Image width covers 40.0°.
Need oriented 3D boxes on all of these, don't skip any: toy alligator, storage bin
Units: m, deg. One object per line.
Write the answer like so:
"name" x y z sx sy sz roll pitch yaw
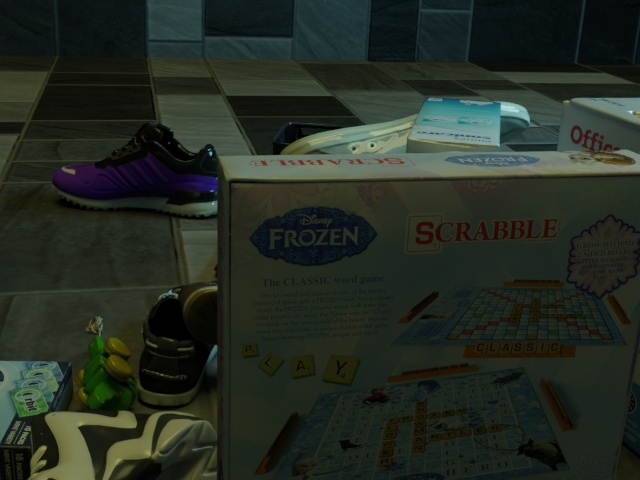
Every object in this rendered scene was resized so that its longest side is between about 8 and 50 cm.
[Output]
"toy alligator" -0.216 0.133 0.907 0.051 0.056 0.190 41 5 -23
"storage bin" -0.022 -0.166 1.691 0.122 0.084 0.180 5 19 6

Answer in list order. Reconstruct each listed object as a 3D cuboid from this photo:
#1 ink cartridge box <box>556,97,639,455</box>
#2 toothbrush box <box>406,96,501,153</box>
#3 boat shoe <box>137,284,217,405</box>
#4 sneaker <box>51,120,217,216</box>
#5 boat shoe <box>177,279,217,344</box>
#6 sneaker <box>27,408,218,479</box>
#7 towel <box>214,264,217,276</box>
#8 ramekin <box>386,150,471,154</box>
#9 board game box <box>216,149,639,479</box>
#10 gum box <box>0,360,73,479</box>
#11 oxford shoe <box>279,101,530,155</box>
"ink cartridge box" 0.336 0.028 0.882 0.128 0.308 0.223 -5 22 -19
"toothbrush box" 0.192 -0.074 1.279 0.126 0.217 0.295 5 21 9
"boat shoe" -0.155 0.094 0.976 0.083 0.079 0.233 0 19 -2
"sneaker" -0.301 -0.129 1.462 0.293 0.146 0.102 5 20 5
"boat shoe" -0.048 0.082 0.948 0.223 0.080 0.073 14 17 -30
"sneaker" -0.204 0.201 0.673 0.153 0.094 0.235 2 29 44
"towel" -0.037 0.002 1.311 0.198 0.031 0.275 5 20 4
"ramekin" 0.087 0.042 0.883 0.277 0.277 0.135 -8 15 -26
"board game box" 0.081 0.093 0.659 0.318 0.318 0.066 -1 20 -13
"gum box" -0.339 0.163 0.811 0.184 0.041 0.157 0 19 -3
"oxford shoe" 0.153 -0.137 1.502 0.449 0.130 0.169 -14 -16 -12
